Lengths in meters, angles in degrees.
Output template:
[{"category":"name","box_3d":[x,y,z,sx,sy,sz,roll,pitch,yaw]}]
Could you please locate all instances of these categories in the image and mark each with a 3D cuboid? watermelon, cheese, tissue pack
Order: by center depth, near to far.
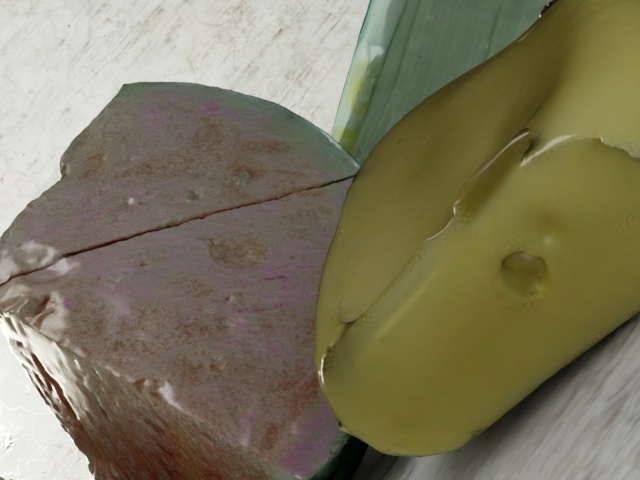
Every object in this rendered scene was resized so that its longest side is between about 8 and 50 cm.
[{"category":"cheese","box_3d":[0.111,-0.031,0.759,0.259,0.128,0.316,-40,14,25]},{"category":"watermelon","box_3d":[-0.063,0.074,0.985,0.292,0.319,0.222,-51,-33,-41]},{"category":"tissue pack","box_3d":[0.110,-0.160,1.201,0.388,0.162,0.287,-75,4,-78]}]

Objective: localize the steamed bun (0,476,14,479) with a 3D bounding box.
[{"category":"steamed bun","box_3d":[-0.281,0.306,0.938,0.309,0.309,0.309,-50,4,5]}]
